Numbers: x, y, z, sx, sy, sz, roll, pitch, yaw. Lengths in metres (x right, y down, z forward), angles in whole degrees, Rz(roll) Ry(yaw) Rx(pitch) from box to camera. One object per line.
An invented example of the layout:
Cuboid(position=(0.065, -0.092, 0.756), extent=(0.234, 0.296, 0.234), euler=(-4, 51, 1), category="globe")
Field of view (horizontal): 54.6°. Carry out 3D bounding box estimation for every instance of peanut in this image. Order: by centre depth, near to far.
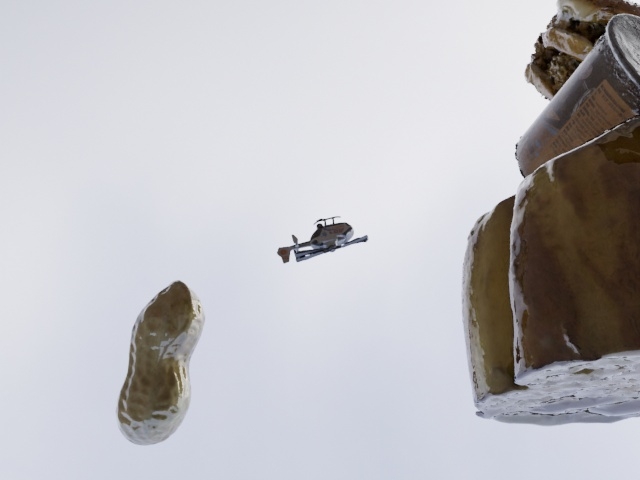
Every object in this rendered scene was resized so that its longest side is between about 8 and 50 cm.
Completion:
Cuboid(position=(-0.266, 0.210, 1.044), extent=(0.136, 0.120, 0.298), euler=(21, -79, 39), category="peanut")

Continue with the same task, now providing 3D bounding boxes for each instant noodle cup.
Cuboid(position=(0.388, -0.143, 0.810), extent=(0.218, 0.207, 0.217), euler=(16, -130, -20), category="instant noodle cup")

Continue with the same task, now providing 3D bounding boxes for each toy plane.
Cuboid(position=(-0.001, 0.000, 1.349), extent=(0.197, 0.053, 0.078), euler=(-15, -135, -11), category="toy plane")

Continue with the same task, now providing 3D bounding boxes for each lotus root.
Cuboid(position=(0.244, 0.040, 0.557), extent=(0.316, 0.316, 0.249), euler=(-12, -111, 4), category="lotus root")

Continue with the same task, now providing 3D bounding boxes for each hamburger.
Cuboid(position=(0.543, -0.367, 1.212), extent=(0.245, 0.211, 0.260), euler=(22, -150, 12), category="hamburger")
